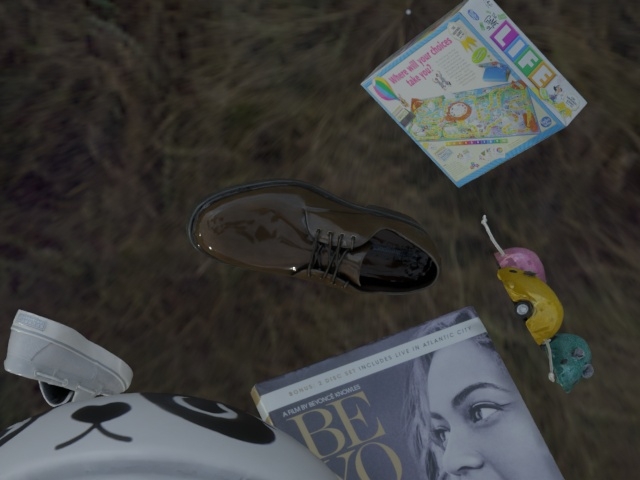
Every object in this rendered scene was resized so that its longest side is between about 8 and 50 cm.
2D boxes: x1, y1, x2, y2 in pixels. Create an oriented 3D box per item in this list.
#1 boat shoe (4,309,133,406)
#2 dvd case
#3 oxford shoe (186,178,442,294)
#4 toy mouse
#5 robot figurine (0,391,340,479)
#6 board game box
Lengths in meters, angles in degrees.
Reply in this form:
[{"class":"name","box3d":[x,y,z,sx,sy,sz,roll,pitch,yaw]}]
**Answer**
[{"class":"boat shoe","box3d":[-0.217,0.113,1.660,0.066,0.184,0.063,19,79,17]},{"class":"dvd case","box3d":[0.075,0.161,1.225,0.165,0.018,0.221,-19,67,-21]},{"class":"oxford shoe","box3d":[0.000,0.000,1.643,0.227,0.096,0.082,6,105,-18]},{"class":"toy mouse","box3d":[0.166,0.055,1.415,0.031,0.143,0.161,-29,59,7]},{"class":"robot figurine","box3d":[-0.056,0.172,0.587,0.209,0.278,0.173,28,124,-23]},{"class":"board game box","box3d":[0.101,-0.100,1.310,0.103,0.154,0.026,46,64,-7]}]
